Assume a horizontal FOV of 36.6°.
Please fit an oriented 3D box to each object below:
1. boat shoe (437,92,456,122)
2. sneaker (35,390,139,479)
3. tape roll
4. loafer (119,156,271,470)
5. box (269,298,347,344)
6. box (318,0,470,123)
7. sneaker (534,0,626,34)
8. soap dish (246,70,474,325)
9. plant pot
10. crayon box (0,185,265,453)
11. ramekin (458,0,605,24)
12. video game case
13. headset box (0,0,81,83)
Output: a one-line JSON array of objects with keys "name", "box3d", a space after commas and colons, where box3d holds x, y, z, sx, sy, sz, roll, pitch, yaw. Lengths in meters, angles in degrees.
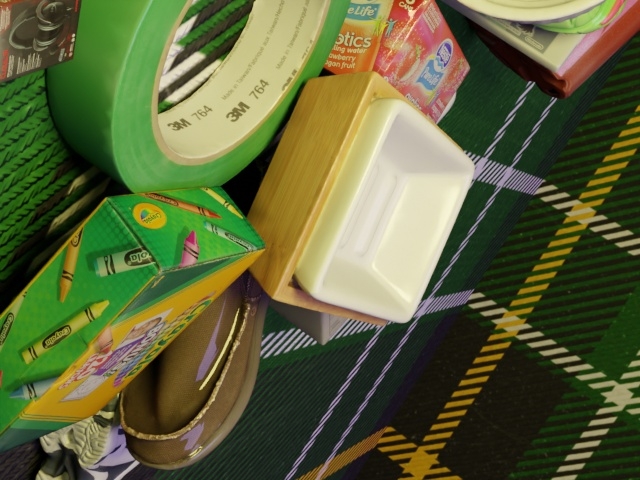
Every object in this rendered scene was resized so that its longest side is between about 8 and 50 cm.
[{"name": "boat shoe", "box3d": [0.108, -0.161, 1.374, 0.258, 0.095, 0.084, -61, 160, -19]}, {"name": "sneaker", "box3d": [-0.238, 0.203, 1.107, 0.153, 0.094, 0.235, -42, 153, -51]}, {"name": "tape roll", "box3d": [-0.089, -0.185, 0.834, 0.321, 0.077, 0.321, -48, 161, -23]}, {"name": "loafer", "box3d": [-0.128, 0.058, 1.025, 0.130, 0.134, 0.366, 58, 43, -52]}, {"name": "box", "box3d": [0.000, 0.000, 1.300, 0.148, 0.121, 0.311, -48, 160, -23]}, {"name": "box", "box3d": [0.070, -0.212, 1.105, 0.122, 0.128, 0.257, -57, 161, 4]}, {"name": "sneaker", "box3d": [0.322, -0.499, 1.196, 0.185, 0.202, 0.483, 29, 78, -59]}, {"name": "soap dish", "box3d": [0.042, -0.035, 1.019, 0.291, 0.118, 0.229, 22, 92, -64]}, {"name": "plant pot", "box3d": [0.373, -0.371, 1.427, 0.265, 0.272, 0.272, -48, 162, 4]}, {"name": "crayon box", "box3d": [-0.197, 0.071, 0.867, 0.278, 0.081, 0.165, -44, 167, 24]}, {"name": "ramekin", "box3d": [0.236, -0.366, 1.044, 0.277, 0.277, 0.135, -59, 169, 11]}, {"name": "video game case", "box3d": [0.281, -0.347, 1.286, 0.183, 0.201, 0.023, -52, 168, -10]}, {"name": "headset box", "box3d": [-0.207, -0.148, 0.667, 0.083, 0.032, 0.062, -36, 154, -49]}]
